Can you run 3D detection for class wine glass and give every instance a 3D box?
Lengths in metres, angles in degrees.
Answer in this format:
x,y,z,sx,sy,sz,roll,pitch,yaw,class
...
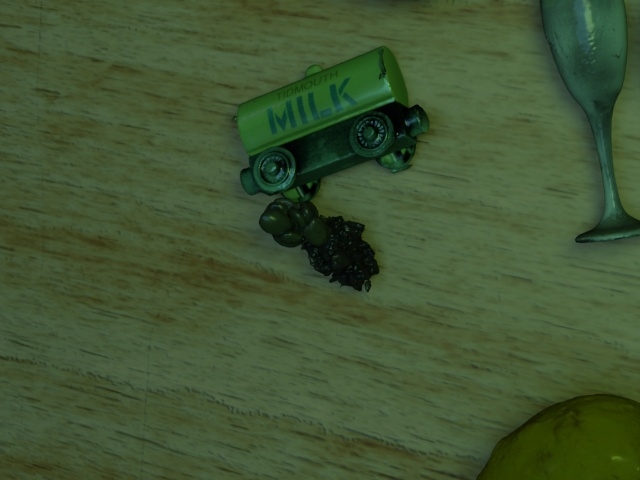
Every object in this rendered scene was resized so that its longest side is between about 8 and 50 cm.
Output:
x,y,z,sx,sy,sz,roll,pitch,yaw,class
0.244,-0.142,1.216,0.096,0.264,0.309,-5,96,56,wine glass

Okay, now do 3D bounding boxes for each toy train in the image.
x,y,z,sx,sy,sz,roll,pitch,yaw,class
0.007,-0.146,1.390,0.253,0.105,0.157,-19,76,23,toy train

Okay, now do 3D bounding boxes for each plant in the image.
x,y,z,sx,sy,sz,roll,pitch,yaw,class
0.000,0.000,1.384,0.174,0.085,0.087,32,111,-22,plant

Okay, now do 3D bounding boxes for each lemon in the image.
x,y,z,sx,sy,sz,roll,pitch,yaw,class
0.298,0.310,1.249,0.284,0.260,0.260,-37,83,7,lemon
